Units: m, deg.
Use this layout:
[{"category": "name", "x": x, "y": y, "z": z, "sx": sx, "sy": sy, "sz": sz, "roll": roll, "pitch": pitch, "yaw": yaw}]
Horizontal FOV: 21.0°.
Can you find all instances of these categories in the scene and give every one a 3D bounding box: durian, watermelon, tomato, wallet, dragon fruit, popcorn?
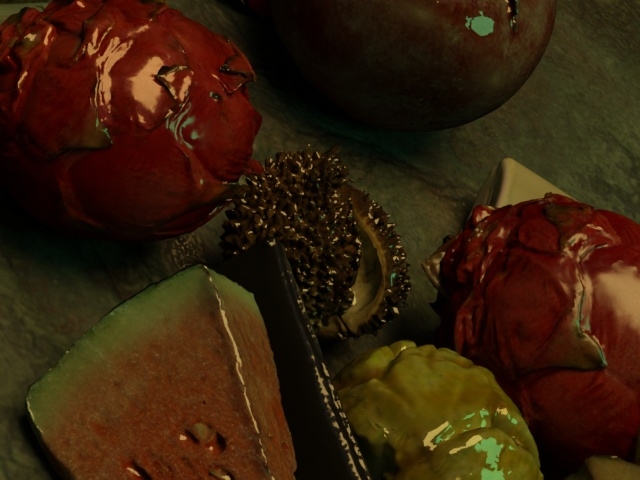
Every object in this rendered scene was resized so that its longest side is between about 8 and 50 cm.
[{"category": "durian", "x": 0.000, "y": 0.000, "z": 1.611, "sx": 0.196, "sy": 0.167, "sz": 0.196, "roll": 1, "pitch": 90, "yaw": -70}, {"category": "watermelon", "x": -0.102, "y": 0.175, "z": 1.390, "sx": 0.257, "sy": 0.193, "sz": 0.140, "roll": 59, "pitch": 10, "yaw": 25}, {"category": "tomato", "x": 0.103, "y": -0.271, "z": 1.874, "sx": 0.316, "sy": 0.282, "sz": 0.317, "roll": 22, "pitch": 43, "yaw": -23}, {"category": "wallet", "x": -0.054, "y": 0.142, "z": 1.468, "sx": 0.030, "sy": 0.146, "sz": 0.285, "roll": 43, "pitch": 22, "yaw": -60}, {"category": "dragon fruit", "x": -0.181, "y": -0.108, "z": 1.519, "sx": 0.252, "sy": 0.241, "sz": 0.241, "roll": 25, "pitch": 38, "yaw": -50}, {"category": "dragon fruit", "x": 0.249, "y": 0.105, "z": 1.664, "sx": 0.342, "sy": 0.277, "sz": 0.277, "roll": 38, "pitch": 38, "yaw": 0}, {"category": "popcorn", "x": 0.094, "y": 0.195, "z": 1.511, "sx": 0.204, "sy": 0.184, "sz": 0.221, "roll": 5, "pitch": 48, "yaw": -40}]

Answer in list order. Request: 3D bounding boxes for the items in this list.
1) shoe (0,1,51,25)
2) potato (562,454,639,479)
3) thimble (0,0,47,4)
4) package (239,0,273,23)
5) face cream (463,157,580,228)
[{"category": "shoe", "x": -0.290, "y": -0.170, "z": 1.596, "sx": 0.078, "sy": 0.079, "sz": 0.195, "roll": 48, "pitch": 34, "yaw": 12}, {"category": "potato", "x": 0.278, "y": 0.357, "z": 1.510, "sx": 0.211, "sy": 0.189, "sz": 0.264, "roll": 22, "pitch": 42, "yaw": -25}, {"category": "thimble", "x": -0.344, "y": -0.332, "z": 1.643, "sx": 0.270, "sy": 0.150, "sz": 0.271, "roll": 24, "pitch": 42, "yaw": -24}, {"category": "package", "x": -0.121, "y": -0.350, "z": 1.932, "sx": 0.269, "sy": 0.071, "sz": 0.194, "roll": 32, "pitch": 46, "yaw": -46}, {"category": "face cream", "x": 0.314, "y": 0.062, "z": 1.902, "sx": 0.348, "sy": 0.081, "sz": 0.173, "roll": 32, "pitch": 54, "yaw": -14}]
